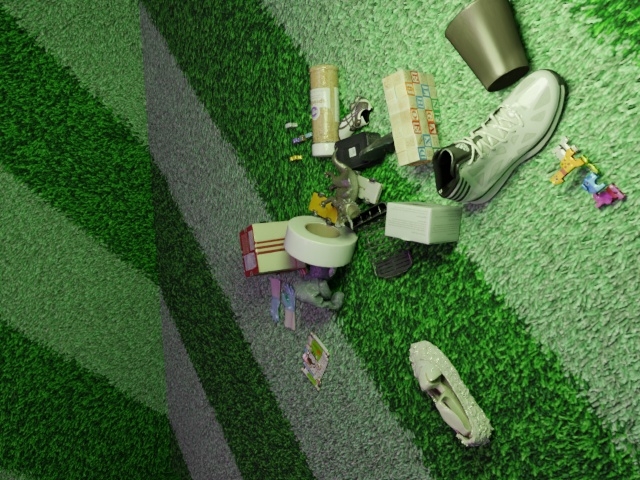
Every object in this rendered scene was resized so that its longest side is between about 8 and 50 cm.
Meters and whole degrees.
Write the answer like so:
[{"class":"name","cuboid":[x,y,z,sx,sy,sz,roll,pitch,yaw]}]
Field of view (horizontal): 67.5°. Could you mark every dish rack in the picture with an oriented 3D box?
[{"class":"dish rack","cuboid":[0.236,0.006,1.822,0.208,0.074,0.271,-27,76,47]}]

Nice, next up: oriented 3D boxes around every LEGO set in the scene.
[{"class":"LEGO set","cuboid":[0.685,-0.171,1.285,0.093,0.087,0.227,-52,58,39]}]

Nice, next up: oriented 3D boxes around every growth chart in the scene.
[{"class":"growth chart","cuboid":[-0.027,0.560,2.241,0.172,0.021,0.237,36,121,40]}]

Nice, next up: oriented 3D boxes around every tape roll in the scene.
[{"class":"tape roll","cuboid":[0.000,0.000,1.927,0.286,0.286,0.100,33,119,40]}]

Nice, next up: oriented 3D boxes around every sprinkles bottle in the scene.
[{"class":"sprinkles bottle","cuboid":[0.020,-0.520,1.942,0.121,0.121,0.354,4,99,48]}]

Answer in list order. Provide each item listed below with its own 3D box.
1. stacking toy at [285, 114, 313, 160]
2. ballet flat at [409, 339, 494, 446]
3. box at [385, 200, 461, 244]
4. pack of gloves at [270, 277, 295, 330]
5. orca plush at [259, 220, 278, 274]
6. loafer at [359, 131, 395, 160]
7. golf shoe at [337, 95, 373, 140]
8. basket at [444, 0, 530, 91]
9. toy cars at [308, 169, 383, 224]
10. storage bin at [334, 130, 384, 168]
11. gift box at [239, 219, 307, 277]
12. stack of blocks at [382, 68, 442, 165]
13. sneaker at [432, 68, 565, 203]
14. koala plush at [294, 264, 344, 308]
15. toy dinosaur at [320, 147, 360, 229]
[{"class":"stacking toy","cuboid":[-0.063,-0.450,2.103,0.221,0.052,0.166,-6,93,46]},{"class":"ballet flat","cuboid":[0.426,0.518,1.648,0.408,0.147,0.146,53,131,30]},{"class":"box","cuboid":[0.345,-0.063,1.609,0.181,0.182,0.118,14,104,46]},{"class":"pack of gloves","cuboid":[-0.201,0.316,2.376,0.195,0.046,0.231,9,103,46]},{"class":"orca plush","cuboid":[-0.262,0.034,2.355,0.151,0.102,0.286,-28,76,47]},{"class":"loafer","cuboid":[0.214,-0.343,1.749,0.062,0.170,0.061,74,171,-54]},{"class":"golf shoe","cuboid":[0.135,-0.457,1.858,0.094,0.077,0.198,50,131,30]},{"class":"basket","cuboid":[0.495,-0.563,1.392,0.204,0.154,0.226,-32,76,47]},{"class":"toy cars","cuboid":[0.110,-0.168,1.928,0.394,0.087,0.176,-26,67,42]},{"class":"storage bin","cuboid":[0.147,-0.342,1.857,0.180,0.085,0.121,-10,88,49]},{"class":"gift box","cuboid":[-0.197,0.045,2.164,0.276,0.259,0.254,-11,86,63]},{"class":"stack of blocks","cuboid":[0.318,-0.402,1.592,0.087,0.171,0.296,-12,88,48]},{"class":"sneaker","cuboid":[0.488,-0.279,1.357,0.169,0.258,0.447,51,129,31]},{"class":"koala plush","cuboid":[0.000,0.159,2.039,0.196,0.204,0.221,27,103,42]},{"class":"toy dinosaur","cuboid":[0.091,-0.192,1.826,0.161,0.121,0.313,3,82,35]}]
